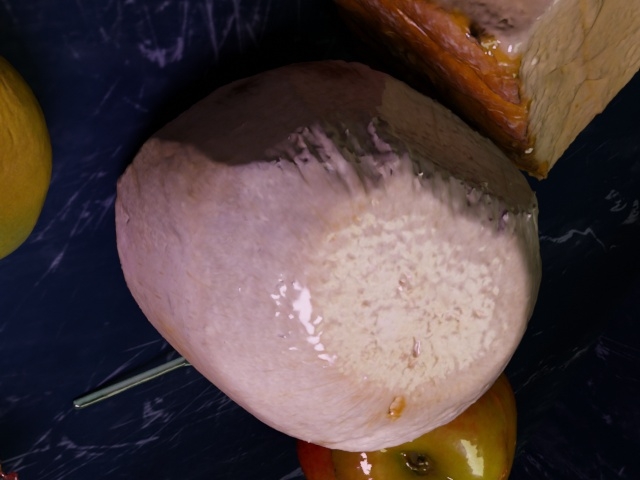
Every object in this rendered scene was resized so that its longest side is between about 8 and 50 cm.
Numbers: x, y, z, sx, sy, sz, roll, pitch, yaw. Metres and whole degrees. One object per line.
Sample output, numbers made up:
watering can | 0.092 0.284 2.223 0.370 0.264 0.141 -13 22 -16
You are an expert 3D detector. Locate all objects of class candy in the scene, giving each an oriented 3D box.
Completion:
candy | -0.155 0.134 1.210 0.305 0.083 0.091 -21 144 -28

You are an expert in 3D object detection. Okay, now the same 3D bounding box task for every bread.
bread | 0.160 -0.237 0.967 0.207 0.279 0.279 -48 151 -5

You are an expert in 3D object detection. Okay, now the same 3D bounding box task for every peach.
peach | 0.130 0.292 1.546 0.370 0.370 0.370 -35 149 -24

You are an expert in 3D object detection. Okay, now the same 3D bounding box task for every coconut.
coconut | 0.000 0.000 0.973 0.345 0.415 0.415 -54 152 -3

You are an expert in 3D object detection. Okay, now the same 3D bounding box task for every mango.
mango | -0.270 -0.066 0.766 0.137 0.091 0.237 -37 157 -9

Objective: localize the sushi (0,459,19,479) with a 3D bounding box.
sushi | -0.367 0.272 0.982 0.153 0.150 0.172 -34 116 -2
